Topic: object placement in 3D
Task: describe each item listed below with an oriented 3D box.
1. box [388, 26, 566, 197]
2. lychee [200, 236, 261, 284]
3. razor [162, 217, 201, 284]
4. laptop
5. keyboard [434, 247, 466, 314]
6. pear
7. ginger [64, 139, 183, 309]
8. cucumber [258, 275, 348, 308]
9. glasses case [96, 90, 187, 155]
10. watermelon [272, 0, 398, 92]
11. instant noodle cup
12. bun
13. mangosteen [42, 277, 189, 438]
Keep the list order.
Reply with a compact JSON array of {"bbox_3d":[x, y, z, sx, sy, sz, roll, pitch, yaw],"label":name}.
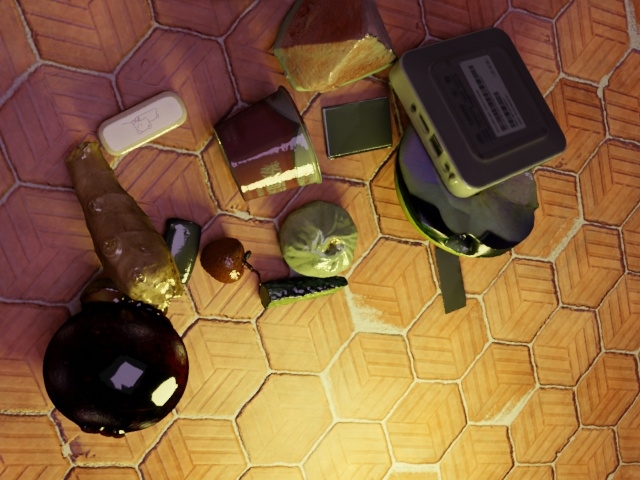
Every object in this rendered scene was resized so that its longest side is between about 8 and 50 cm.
[{"bbox_3d":[0.382,-0.315,1.771,0.373,0.090,0.367,-24,81,-30],"label":"box"},{"bbox_3d":[-0.207,0.053,1.706,0.140,0.101,0.114,21,53,-14],"label":"lychee"},{"bbox_3d":[-0.322,0.023,1.681,0.090,0.054,0.148,13,98,-29],"label":"razor"},{"bbox_3d":[0.092,-0.275,1.809,0.180,0.016,0.129,-14,107,-21],"label":"laptop"},{"bbox_3d":[0.352,0.102,2.013,0.074,0.015,0.197,-18,109,-15],"label":"keyboard"},{"bbox_3d":[0.330,-0.125,1.823,0.398,0.165,0.399,9,68,-21],"label":"pear"},{"bbox_3d":[-0.392,-0.033,1.536,0.166,0.376,0.236,-28,154,23],"label":"ginger"},{"bbox_3d":[-0.043,0.113,1.819,0.211,0.078,0.062,-12,75,-24],"label":"cucumber"},{"bbox_3d":[-0.383,-0.253,1.591,0.196,0.050,0.083,-32,111,-13],"label":"glasses case"},{"bbox_3d":[0.029,-0.480,1.618,0.283,0.292,0.250,-34,84,-11],"label":"watermelon"},{"bbox_3d":[-0.120,-0.200,1.631,0.178,0.235,0.235,-24,111,-6],"label":"instant noodle cup"},{"bbox_3d":[0.000,0.000,1.781,0.195,0.118,0.196,-5,105,-19],"label":"bun"},{"bbox_3d":[-0.425,0.238,1.573,0.306,0.307,0.347,17,63,-26],"label":"mangosteen"}]
